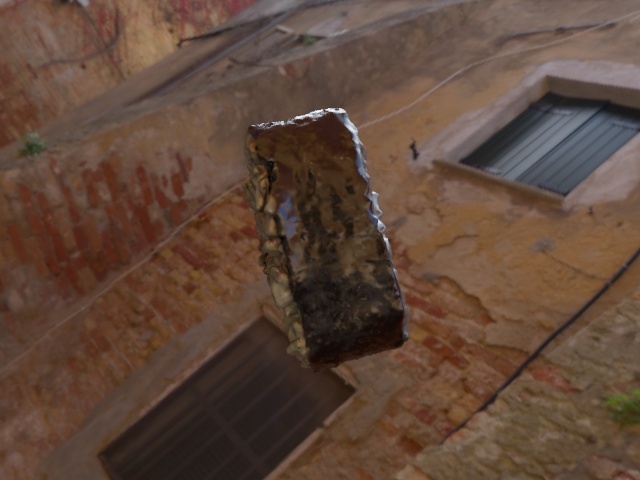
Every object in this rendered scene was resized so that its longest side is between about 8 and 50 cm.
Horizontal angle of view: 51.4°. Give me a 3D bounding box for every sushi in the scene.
[{"bbox_3d":[0.000,0.000,0.393,0.090,0.078,0.150,-155,-128,-86],"label":"sushi"}]
